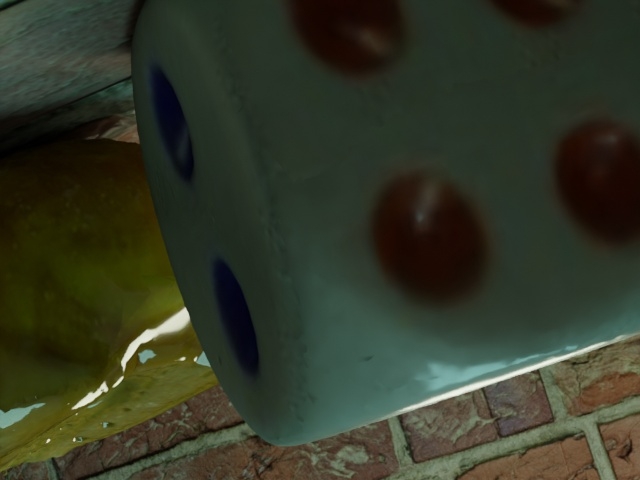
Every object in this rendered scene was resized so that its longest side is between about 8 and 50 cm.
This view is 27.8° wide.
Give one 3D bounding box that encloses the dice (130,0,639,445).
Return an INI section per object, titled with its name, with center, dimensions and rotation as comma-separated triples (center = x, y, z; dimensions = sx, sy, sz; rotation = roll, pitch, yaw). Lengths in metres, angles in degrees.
[dice]
center = 0.048, -0.046, 0.848
dimensions = 0.277, 0.304, 0.304
rotation = -16, 172, -16

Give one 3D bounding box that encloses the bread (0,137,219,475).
[bread]
center = -0.241, 0.052, 1.134
dimensions = 0.361, 0.250, 0.394
rotation = -16, 169, -42
